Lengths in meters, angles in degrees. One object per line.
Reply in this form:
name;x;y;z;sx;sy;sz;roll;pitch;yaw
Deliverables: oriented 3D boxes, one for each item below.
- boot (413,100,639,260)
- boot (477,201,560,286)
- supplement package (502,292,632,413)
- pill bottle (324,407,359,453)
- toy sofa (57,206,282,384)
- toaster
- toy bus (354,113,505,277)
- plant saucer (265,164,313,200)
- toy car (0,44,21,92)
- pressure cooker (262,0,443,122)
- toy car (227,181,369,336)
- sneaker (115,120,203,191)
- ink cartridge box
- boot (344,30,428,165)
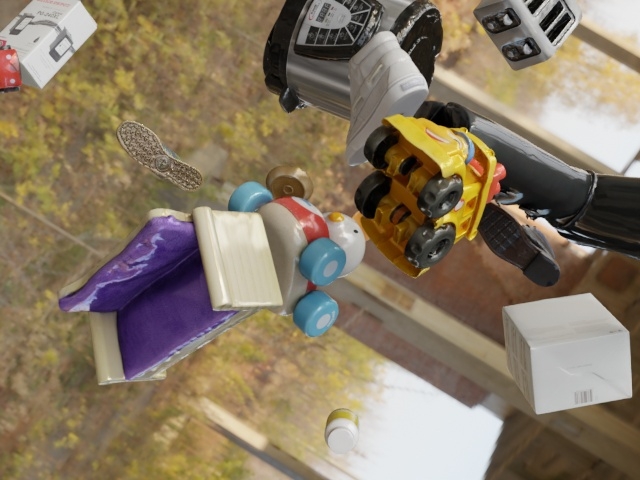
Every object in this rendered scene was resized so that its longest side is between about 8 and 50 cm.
boot;0.401;-0.116;1.558;0.367;0.445;0.146;-4;-118;60
boot;0.392;-0.001;1.823;0.082;0.219;0.106;-45;177;21
supplement package;0.487;0.222;1.815;0.203;0.194;0.149;-104;-174;-71
pill bottle;0.040;0.354;1.680;0.065;0.065;0.116;-59;180;5
toy sofa;-0.236;0.091;1.339;0.177;0.150;0.363;3;154;-41
toaster;0.434;-0.471;1.878;0.185;0.168;0.110;-49;-156;-21
toy bus;0.176;-0.086;1.280;0.212;0.149;0.220;-24;144;-26
plant saucer;-0.054;-0.090;1.543;0.015;0.084;0.083;-73;-171;-51
toy car;-0.497;-0.214;1.285;0.053;0.239;0.224;-17;138;-37
pressure cooker;0.062;-0.499;2.363;0.370;0.421;0.375;-39;147;-48
toy car;0.000;0.000;1.513;0.238;0.219;0.210;-26;138;-35
sneaker;-0.318;-0.158;1.757;0.064;0.192;0.086;-56;-162;-9
ink cartridge box;-0.456;-0.328;1.483;0.150;0.109;0.063;-56;144;-23
boot;0.087;-0.230;1.480;0.095;0.123;0.258;-16;162;-27
